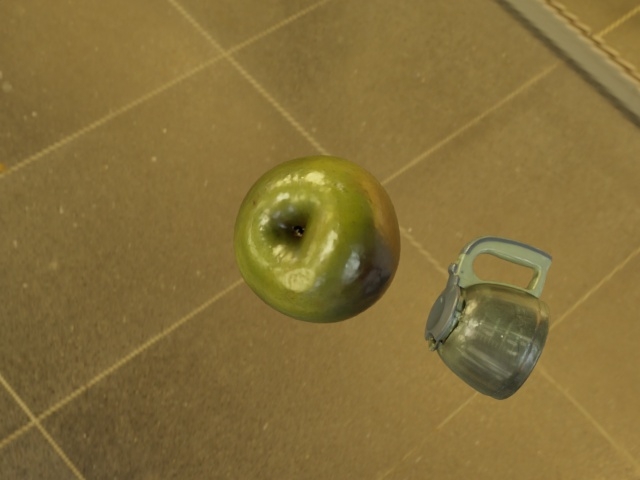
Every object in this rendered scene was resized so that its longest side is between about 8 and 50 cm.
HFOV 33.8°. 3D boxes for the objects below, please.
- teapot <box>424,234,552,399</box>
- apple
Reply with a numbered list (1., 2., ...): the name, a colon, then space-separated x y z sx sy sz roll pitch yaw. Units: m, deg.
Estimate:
1. teapot: 0.167 0.075 1.041 0.108 0.149 0.111 25 18 -10
2. apple: 0.000 0.000 1.185 0.197 0.157 0.196 -8 70 22
